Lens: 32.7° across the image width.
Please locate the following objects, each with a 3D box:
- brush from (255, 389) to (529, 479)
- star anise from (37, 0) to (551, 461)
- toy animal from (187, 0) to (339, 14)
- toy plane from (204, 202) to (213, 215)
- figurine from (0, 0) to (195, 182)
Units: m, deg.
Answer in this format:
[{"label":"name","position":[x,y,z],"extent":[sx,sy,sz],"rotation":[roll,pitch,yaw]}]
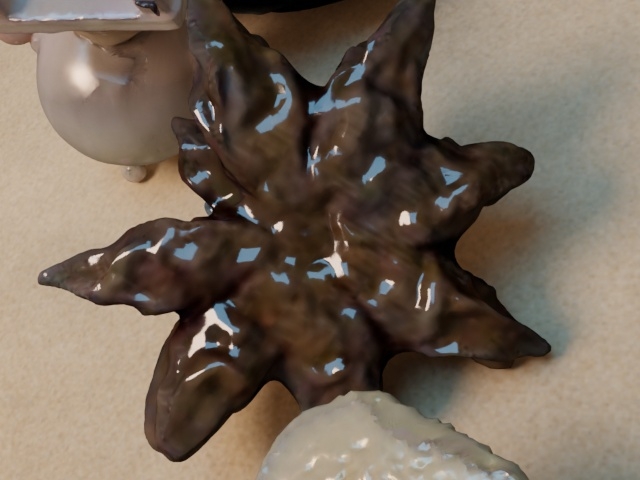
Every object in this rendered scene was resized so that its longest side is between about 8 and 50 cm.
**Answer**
[{"label":"brush","position":[0.017,0.220,0.526],"extent":[0.174,0.166,0.266],"rotation":[33,83,38]},{"label":"star anise","position":[-0.017,-0.009,0.646],"extent":[0.315,0.315,0.108],"rotation":[-34,11,6]},{"label":"toy animal","position":[-0.092,-0.282,0.840],"extent":[0.310,0.251,0.251],"rotation":[-8,58,29]},{"label":"toy plane","position":[-0.045,-0.054,0.788],"extent":[0.130,0.061,0.189],"rotation":[-46,40,36]},{"label":"figurine","position":[-0.138,-0.133,0.773],"extent":[0.182,0.256,0.144],"rotation":[-16,64,0]}]
